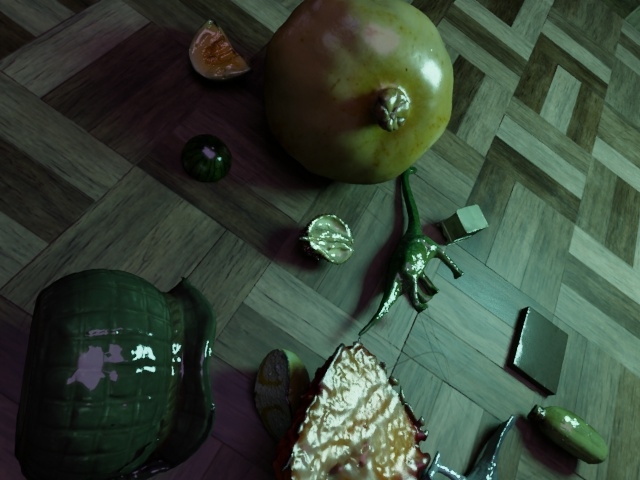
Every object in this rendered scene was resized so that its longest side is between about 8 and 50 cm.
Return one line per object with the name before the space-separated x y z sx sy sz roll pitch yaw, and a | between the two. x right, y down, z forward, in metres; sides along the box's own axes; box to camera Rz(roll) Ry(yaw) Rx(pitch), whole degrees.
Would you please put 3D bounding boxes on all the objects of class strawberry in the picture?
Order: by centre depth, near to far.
strawberry | 0.044 0.341 0.764 0.253 0.150 0.280 46 44 -9

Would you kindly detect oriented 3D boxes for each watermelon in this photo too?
watermelon | -0.234 -0.179 0.955 0.106 0.062 0.105 7 69 -19

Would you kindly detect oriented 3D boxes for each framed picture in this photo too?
framed picture | 0.519 0.259 1.090 0.128 0.023 0.168 36 58 -5

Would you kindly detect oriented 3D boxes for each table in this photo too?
table | 0.344 -0.037 1.120 0.079 0.083 0.062 -14 73 -29

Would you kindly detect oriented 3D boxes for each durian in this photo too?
durian | 0.000 0.003 0.963 0.140 0.071 0.110 1 70 -37

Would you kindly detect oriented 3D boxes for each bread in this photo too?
bread | -0.059 0.261 0.807 0.094 0.083 0.157 -22 101 -49

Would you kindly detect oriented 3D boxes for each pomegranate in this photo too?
pomegranate | 0.084 -0.305 0.965 0.412 0.411 0.411 9 63 -19

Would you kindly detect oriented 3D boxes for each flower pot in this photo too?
flower pot | -0.287 0.191 0.637 0.213 0.302 0.301 8 63 -33

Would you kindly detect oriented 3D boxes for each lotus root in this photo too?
lotus root | 0.532 0.409 0.986 0.183 0.090 0.077 35 85 -2

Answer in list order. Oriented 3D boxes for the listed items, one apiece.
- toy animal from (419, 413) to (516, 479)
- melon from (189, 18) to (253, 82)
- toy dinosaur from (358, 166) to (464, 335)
toy animal | 0.268 0.472 0.852 0.206 0.081 0.367 25 51 -6
melon | -0.238 -0.418 1.066 0.128 0.079 0.160 -36 84 -14
toy dinosaur | 0.172 0.002 1.030 0.447 0.087 0.301 -30 81 -38
